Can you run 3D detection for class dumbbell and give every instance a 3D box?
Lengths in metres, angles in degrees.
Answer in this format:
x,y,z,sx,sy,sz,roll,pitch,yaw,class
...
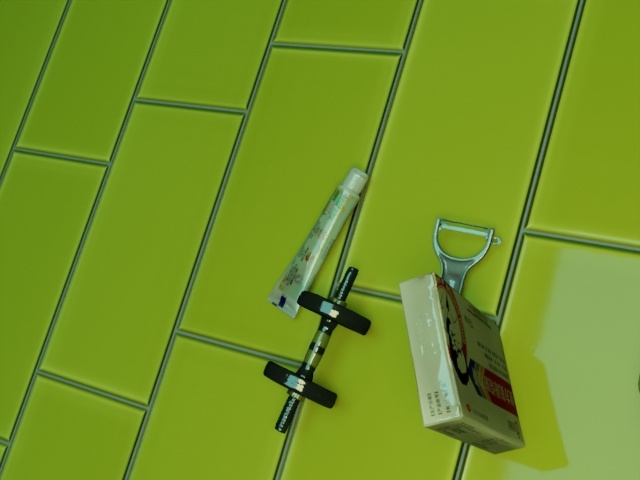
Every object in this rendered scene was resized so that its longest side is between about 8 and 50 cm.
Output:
x,y,z,sx,sy,sz,roll,pitch,yaw,class
-0.006,0.197,1.652,0.143,0.143,0.326,22,83,32,dumbbell

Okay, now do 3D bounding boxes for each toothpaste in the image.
x,y,z,sx,sy,sz,roll,pitch,yaw,class
0.000,0.000,1.776,0.056,0.058,0.314,30,92,-11,toothpaste

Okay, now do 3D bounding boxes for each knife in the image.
x,y,z,sx,sy,sz,roll,pitch,yaw,class
0.234,0.104,1.615,0.123,0.053,0.278,11,78,25,knife

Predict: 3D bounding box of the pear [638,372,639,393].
x,y,z,sx,sy,sz,roll,pitch,yaw,class
0.584,0.233,1.274,0.271,0.271,0.271,-9,68,24,pear

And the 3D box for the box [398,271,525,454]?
x,y,z,sx,sy,sz,roll,pitch,yaw,class
0.225,0.201,1.406,0.069,0.353,0.214,-18,64,22,box
